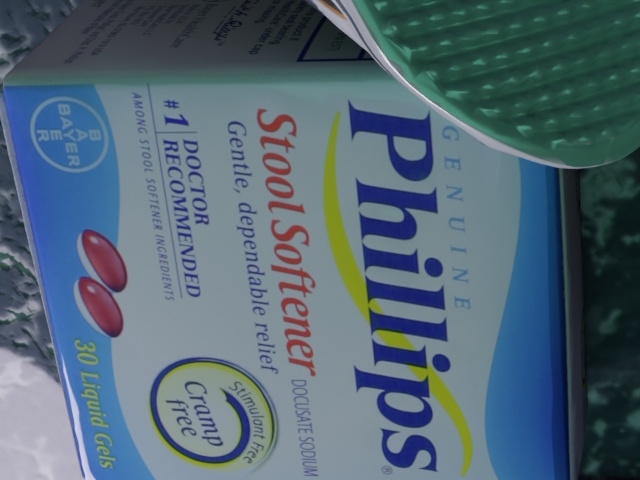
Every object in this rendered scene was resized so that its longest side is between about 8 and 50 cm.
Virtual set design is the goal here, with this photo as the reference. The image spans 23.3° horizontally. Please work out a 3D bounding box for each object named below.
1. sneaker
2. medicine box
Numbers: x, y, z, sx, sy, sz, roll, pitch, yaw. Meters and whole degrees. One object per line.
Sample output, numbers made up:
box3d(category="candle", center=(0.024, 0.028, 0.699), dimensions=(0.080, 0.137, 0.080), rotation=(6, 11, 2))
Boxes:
box3d(category="sneaker", center=(0.027, -0.159, 0.713), dimensions=(0.321, 0.127, 0.126), rotation=(41, 94, -4))
box3d(category="medicine box", center=(0.000, 0.000, 0.877), dimensions=(0.289, 0.149, 0.263), rotation=(0, 117, 15))
